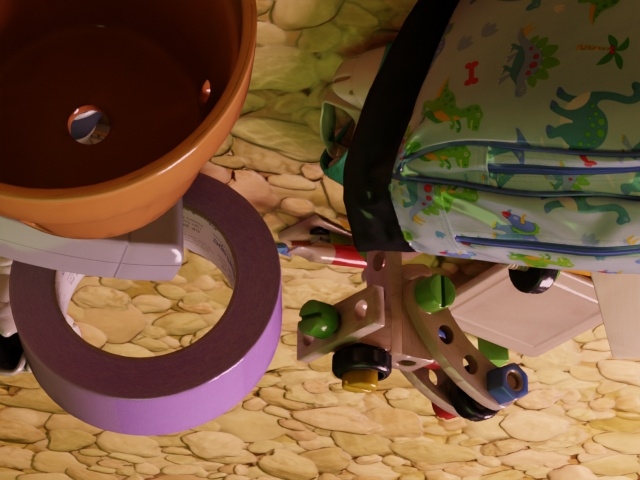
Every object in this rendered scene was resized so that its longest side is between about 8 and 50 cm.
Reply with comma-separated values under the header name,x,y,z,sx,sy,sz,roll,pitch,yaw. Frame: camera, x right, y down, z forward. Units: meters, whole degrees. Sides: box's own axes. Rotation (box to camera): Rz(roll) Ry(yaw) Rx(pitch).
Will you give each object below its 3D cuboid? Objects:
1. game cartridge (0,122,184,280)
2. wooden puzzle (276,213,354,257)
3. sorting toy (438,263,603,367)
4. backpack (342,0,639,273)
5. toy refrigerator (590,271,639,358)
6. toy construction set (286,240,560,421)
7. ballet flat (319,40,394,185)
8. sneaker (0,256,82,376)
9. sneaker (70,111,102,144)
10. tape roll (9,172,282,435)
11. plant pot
name,x,y,z,sx,sy,sz,roll,pitch,yaw
game cartridge,-0.274,-0.056,1.578,0.297,0.198,0.062,15,121,-18
wooden puzzle,0.000,0.000,1.813,0.078,0.014,0.116,24,144,-29
sorting toy,0.237,0.064,1.861,0.196,0.047,0.347,18,147,-29
backpack,0.225,-0.106,1.266,0.355,0.290,0.273,19,151,18
toy refrigerator,0.320,-0.009,1.618,0.102,0.094,0.269,-3,131,23
toy construction set,0.058,0.043,1.652,0.237,0.257,0.309,8,-178,-32
ballet flat,0.046,-0.125,1.540,0.087,0.083,0.247,20,146,-2
sneaker,-0.360,0.124,1.962,0.099,0.121,0.262,-1,149,11
sneaker,-0.320,-0.169,1.491,0.282,0.099,0.153,14,150,-24
tape roll,-0.177,0.058,1.679,0.274,0.275,0.090,4,150,1
plant pot,-0.192,-0.129,1.289,0.290,0.291,0.203,4,160,1
